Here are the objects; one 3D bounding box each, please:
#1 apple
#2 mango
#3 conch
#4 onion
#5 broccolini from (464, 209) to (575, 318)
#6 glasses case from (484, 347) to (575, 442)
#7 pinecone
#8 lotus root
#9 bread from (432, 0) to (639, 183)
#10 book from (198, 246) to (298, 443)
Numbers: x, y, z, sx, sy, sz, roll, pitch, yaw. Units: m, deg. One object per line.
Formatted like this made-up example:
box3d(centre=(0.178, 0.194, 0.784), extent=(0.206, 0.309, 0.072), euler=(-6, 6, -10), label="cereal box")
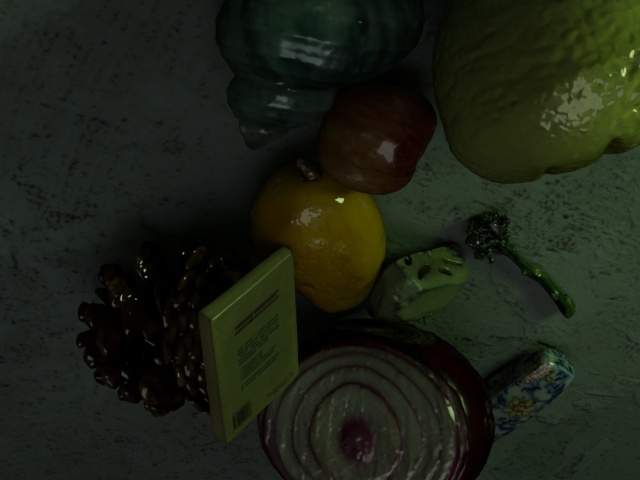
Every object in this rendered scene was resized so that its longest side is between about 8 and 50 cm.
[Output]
box3d(centre=(0.067, -0.129, 1.435), extent=(0.131, 0.146, 0.146), euler=(25, 133, 9), label="apple")
box3d(centre=(0.000, 0.000, 1.571), extent=(0.177, 0.119, 0.316), euler=(-14, 139, 8), label="mango")
box3d(centre=(-0.015, -0.223, 1.334), extent=(0.220, 0.195, 0.277), euler=(17, 109, -55), label="conch")
box3d(centre=(0.090, 0.247, 1.720), extent=(0.337, 0.260, 0.281), euler=(-3, 96, 17), label="onion")
box3d(centre=(0.294, 0.047, 1.676), extent=(0.254, 0.057, 0.071), euler=(42, 162, -31), label="broccolini")
box3d(centre=(0.297, 0.257, 1.865), extent=(0.087, 0.065, 0.248), euler=(28, 127, -28), label="glasses case")
box3d(centre=(-0.212, 0.115, 1.588), extent=(0.264, 0.264, 0.264), euler=(-1, 134, -1), label="pinecone")
box3d(centre=(0.134, 0.076, 1.645), extent=(0.143, 0.070, 0.144), euler=(-19, 156, -38), label="lotus root")
box3d(centre=(0.271, -0.188, 1.276), extent=(0.321, 0.237, 0.320), euler=(-6, 179, 0), label="bread")
box3d(centre=(-0.088, 0.137, 1.510), extent=(0.026, 0.161, 0.230), euler=(27, 138, 28), label="book")
